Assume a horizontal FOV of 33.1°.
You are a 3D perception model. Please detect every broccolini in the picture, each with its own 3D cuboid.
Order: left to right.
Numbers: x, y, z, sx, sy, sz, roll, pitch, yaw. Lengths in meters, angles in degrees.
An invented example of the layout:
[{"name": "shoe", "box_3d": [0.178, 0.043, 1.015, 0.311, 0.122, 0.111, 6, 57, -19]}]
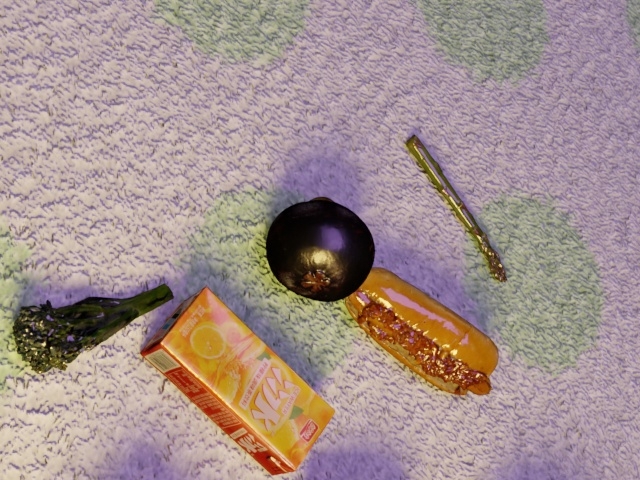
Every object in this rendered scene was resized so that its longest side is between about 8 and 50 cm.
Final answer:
[{"name": "broccolini", "box_3d": [-0.252, 0.098, 1.215, 0.203, 0.091, 0.068, -9, 124, -44]}]

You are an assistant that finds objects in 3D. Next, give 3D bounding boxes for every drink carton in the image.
[{"name": "drink carton", "box_3d": [-0.095, 0.168, 1.268, 0.223, 0.071, 0.096, 45, 57, -11]}]

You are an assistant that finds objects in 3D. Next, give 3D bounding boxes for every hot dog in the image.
[{"name": "hot dog", "box_3d": [0.138, 0.128, 1.399, 0.249, 0.102, 0.076, 37, 25, -17]}]

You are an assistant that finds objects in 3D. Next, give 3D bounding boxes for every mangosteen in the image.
[{"name": "mangosteen", "box_3d": [0.000, 0.000, 1.350, 0.137, 0.137, 0.151, 28, 35, -20]}]

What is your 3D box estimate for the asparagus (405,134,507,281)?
[{"name": "asparagus", "box_3d": [0.197, -0.045, 1.532, 0.025, 0.024, 0.248, -34, 95, 10]}]
